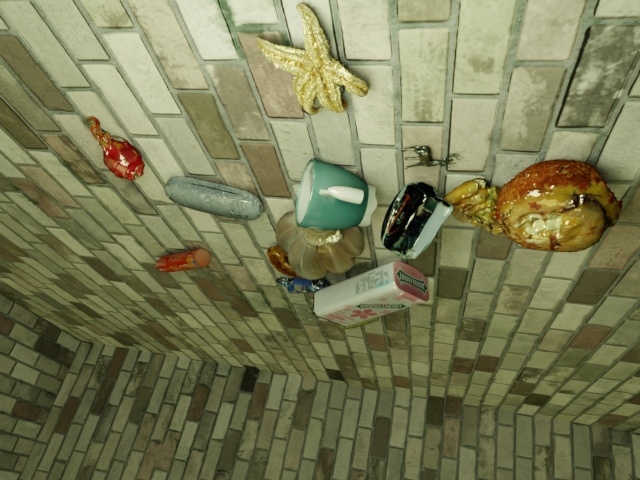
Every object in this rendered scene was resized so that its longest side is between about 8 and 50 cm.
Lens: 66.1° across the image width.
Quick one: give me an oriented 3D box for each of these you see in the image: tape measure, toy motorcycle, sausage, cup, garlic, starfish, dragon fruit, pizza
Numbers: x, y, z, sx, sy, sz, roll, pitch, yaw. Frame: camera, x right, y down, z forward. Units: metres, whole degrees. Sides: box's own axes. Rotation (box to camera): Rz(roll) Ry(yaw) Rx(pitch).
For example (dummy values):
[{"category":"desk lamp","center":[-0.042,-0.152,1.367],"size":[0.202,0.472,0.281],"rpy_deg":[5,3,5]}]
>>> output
[{"category":"tape measure","center":[0.225,-0.049,1.190],"size":[0.107,0.181,0.182],"rpy_deg":[23,113,-12]},{"category":"toy motorcycle","center":[-0.057,0.164,1.804],"size":[0.205,0.076,0.114],"rpy_deg":[3,159,14]},{"category":"sausage","center":[-0.532,0.080,1.850],"size":[0.274,0.074,0.074],"rpy_deg":[-8,145,36]},{"category":"cup","center":[0.041,-0.099,1.203],"size":[0.173,0.167,0.300],"rpy_deg":[12,179,-15]},{"category":"garlic","center":[0.000,0.000,1.421],"size":[0.238,0.210,0.292],"rpy_deg":[-21,156,-3]},{"category":"starfish","center":[-0.015,-0.324,0.922],"size":[0.216,0.071,0.238],"rpy_deg":[4,144,5]},{"category":"dragon fruit","center":[-0.540,-0.240,1.289],"size":[0.094,0.094,0.190],"rpy_deg":[-16,118,42]},{"category":"pizza","center":[0.395,-0.066,1.203],"size":[0.147,0.069,0.226],"rpy_deg":[-16,140,39]}]

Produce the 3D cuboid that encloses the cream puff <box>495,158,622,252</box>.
[{"category":"cream puff","center":[0.501,-0.076,1.047],"size":[0.240,0.164,0.240],"rpy_deg":[23,150,14]}]

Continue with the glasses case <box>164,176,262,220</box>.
[{"category":"glasses case","center":[-0.304,-0.119,1.403],"size":[0.283,0.067,0.109],"rpy_deg":[12,149,0]}]

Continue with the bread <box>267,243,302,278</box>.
[{"category":"bread","center":[-0.085,0.062,1.643],"size":[0.193,0.063,0.193],"rpy_deg":[13,147,9]}]

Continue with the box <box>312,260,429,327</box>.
[{"category":"box","center":[0.159,0.188,1.658],"size":[0.370,0.112,0.190],"rpy_deg":[-23,141,38]}]

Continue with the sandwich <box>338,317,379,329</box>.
[{"category":"sandwich","center":[0.137,0.274,1.893],"size":[0.094,0.096,0.258],"rpy_deg":[33,147,-22]}]

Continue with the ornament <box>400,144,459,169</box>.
[{"category":"ornament","center":[0.245,-0.186,1.093],"size":[0.125,0.028,0.073],"rpy_deg":[5,151,19]}]
